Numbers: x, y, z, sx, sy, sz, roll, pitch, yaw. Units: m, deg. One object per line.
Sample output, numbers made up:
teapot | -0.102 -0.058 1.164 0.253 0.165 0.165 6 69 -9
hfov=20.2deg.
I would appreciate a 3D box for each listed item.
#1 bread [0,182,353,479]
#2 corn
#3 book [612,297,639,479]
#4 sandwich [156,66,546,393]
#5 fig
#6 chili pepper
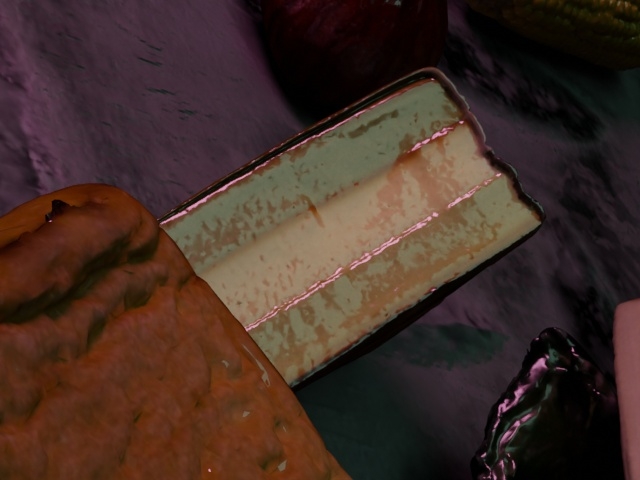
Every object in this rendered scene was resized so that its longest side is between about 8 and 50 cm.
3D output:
bread | -0.089 0.167 0.642 0.328 0.148 0.337 52 29 -6
corn | 0.208 -0.195 1.451 0.261 0.097 0.097 6 53 -48
book | 0.248 0.238 0.988 0.371 0.043 0.260 56 23 -38
sandwich | 0.000 0.000 0.928 0.117 0.144 0.187 54 31 9
fig | 0.032 -0.140 1.138 0.128 0.150 0.128 -5 97 -40
chili pepper | 0.124 0.193 0.938 0.148 0.116 0.264 46 30 -31
